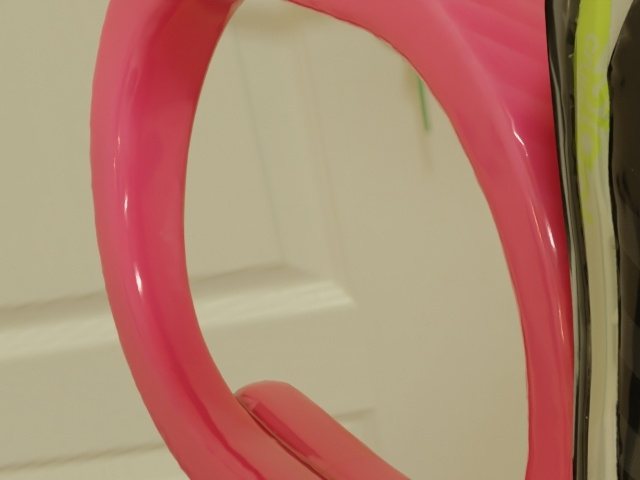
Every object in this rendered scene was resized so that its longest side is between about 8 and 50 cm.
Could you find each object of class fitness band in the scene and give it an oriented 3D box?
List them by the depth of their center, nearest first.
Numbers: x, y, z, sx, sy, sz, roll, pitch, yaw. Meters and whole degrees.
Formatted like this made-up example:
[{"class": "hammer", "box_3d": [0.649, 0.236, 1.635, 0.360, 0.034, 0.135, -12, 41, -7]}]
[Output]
[{"class": "fitness band", "box_3d": [0.000, 0.000, 0.520, 0.054, 0.209, 0.291, -10, 21, -28]}]

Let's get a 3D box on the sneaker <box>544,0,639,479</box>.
[{"class": "sneaker", "box_3d": [0.101, 0.023, 0.323, 0.084, 0.235, 0.097, -19, 11, -23]}]
